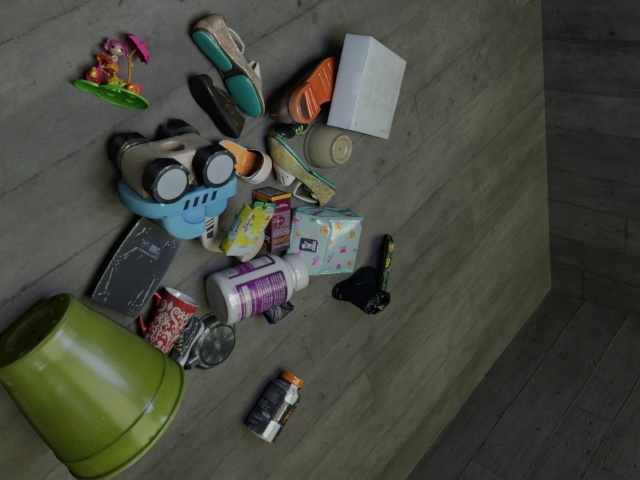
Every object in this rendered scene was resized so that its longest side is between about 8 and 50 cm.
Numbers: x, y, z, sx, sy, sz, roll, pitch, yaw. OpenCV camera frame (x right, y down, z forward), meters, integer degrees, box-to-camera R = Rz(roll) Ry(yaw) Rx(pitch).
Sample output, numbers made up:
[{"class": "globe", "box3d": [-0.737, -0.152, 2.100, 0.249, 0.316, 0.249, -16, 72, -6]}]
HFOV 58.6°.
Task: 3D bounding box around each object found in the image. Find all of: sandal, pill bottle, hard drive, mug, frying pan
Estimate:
[{"class": "sandal", "box3d": [-0.210, -0.226, 1.700, 0.265, 0.076, 0.102, 14, 94, -61]}, {"class": "pill bottle", "box3d": [-0.194, 0.141, 1.802, 0.301, 0.169, 0.169, -19, 119, -31]}, {"class": "hard drive", "box3d": [-0.505, 0.071, 1.557, 0.172, 0.054, 0.255, 39, 77, -47]}, {"class": "mug", "box3d": [-0.458, 0.227, 1.657, 0.169, 0.150, 0.113, -61, 175, -2]}, {"class": "frying pan", "box3d": [-0.389, 0.342, 1.802, 0.326, 0.053, 0.198, -16, 117, -45]}, {"class": "pill bottle", "box3d": [-0.159, 0.599, 2.085, 0.246, 0.130, 0.130, -57, 137, -12]}]

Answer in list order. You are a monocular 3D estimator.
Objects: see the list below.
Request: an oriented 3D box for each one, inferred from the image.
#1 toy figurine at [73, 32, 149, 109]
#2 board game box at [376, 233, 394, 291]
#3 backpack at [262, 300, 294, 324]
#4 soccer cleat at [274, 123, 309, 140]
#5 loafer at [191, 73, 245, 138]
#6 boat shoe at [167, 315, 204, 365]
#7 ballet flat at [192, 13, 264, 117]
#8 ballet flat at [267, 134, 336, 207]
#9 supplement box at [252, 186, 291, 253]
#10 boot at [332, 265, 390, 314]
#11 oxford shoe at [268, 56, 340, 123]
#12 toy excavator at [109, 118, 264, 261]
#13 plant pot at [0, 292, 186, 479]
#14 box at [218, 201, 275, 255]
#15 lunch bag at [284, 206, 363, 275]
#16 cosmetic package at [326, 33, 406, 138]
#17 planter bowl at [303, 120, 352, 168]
[{"class": "toy figurine", "box3d": [-0.480, -0.420, 1.363, 0.173, 0.130, 0.159, 14, 82, -24]}, {"class": "board game box", "box3d": [0.264, 0.115, 2.344, 0.030, 0.136, 0.260, 7, 106, -3]}, {"class": "backpack", "box3d": [-0.171, 0.215, 1.938, 0.098, 0.101, 0.120, -38, 98, -34]}, {"class": "soccer cleat", "box3d": [-0.086, -0.359, 1.783, 0.072, 0.060, 0.179, -59, 169, 28]}, {"class": "loafer", "box3d": [-0.282, -0.385, 1.597, 0.078, 0.080, 0.220, -60, 144, -24]}, {"class": "boat shoe", "box3d": [-0.428, 0.308, 1.723, 0.183, 0.065, 0.083, -61, 152, -19]}, {"class": "ballet flat", "box3d": [-0.228, -0.489, 1.587, 0.106, 0.107, 0.316, -63, 141, -27]}, {"class": "ballet flat", "box3d": [-0.074, -0.209, 1.860, 0.348, 0.123, 0.123, 36, 79, -48]}, {"class": "supplement box", "box3d": [-0.158, -0.067, 1.829, 0.080, 0.104, 0.188, -16, 117, -41]}, {"class": "boot", "box3d": [0.197, 0.198, 2.236, 0.246, 0.207, 0.094, -24, 122, -39]}, {"class": "oxford shoe", "box3d": [-0.039, -0.477, 1.785, 0.364, 0.132, 0.130, -51, 131, -45]}, {"class": "toy excavator", "box3d": [-0.341, -0.092, 1.585, 0.432, 0.222, 0.446, -24, 136, -39]}, {"class": "plant pot", "box3d": [-0.586, 0.329, 1.393, 0.366, 0.366, 0.353, -48, 123, -22]}, {"class": "box", "box3d": [-0.205, -0.039, 1.618, 0.179, 0.043, 0.105, -55, 154, 17]}, {"class": "lunch bag", "box3d": [0.000, 0.000, 1.988, 0.262, 0.160, 0.224, -1, 112, -34]}, {"class": "cosmetic package", "box3d": [0.163, -0.500, 1.914, 0.377, 0.097, 0.285, -10, 112, -65]}, {"class": "planter bowl", "box3d": [0.038, -0.315, 1.929, 0.162, 0.109, 0.162, -20, 120, -39]}]
